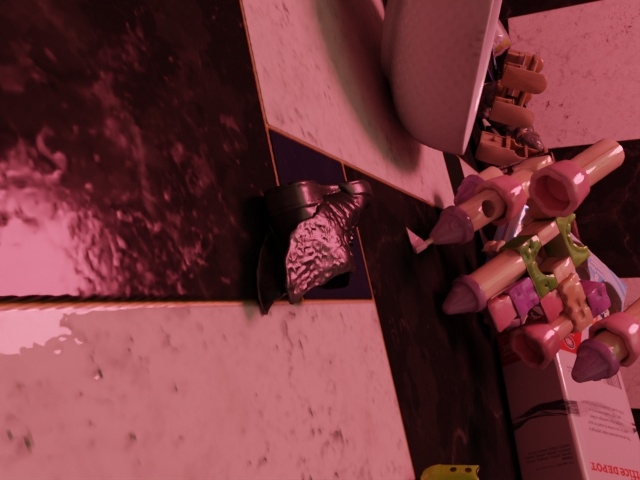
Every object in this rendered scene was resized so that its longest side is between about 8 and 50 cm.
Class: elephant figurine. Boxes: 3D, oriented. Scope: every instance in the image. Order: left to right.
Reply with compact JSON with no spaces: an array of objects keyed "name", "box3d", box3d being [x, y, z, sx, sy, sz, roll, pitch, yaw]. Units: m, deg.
[{"name":"elephant figurine","box3d":[0.517,-0.311,1.634,0.239,0.169,0.186,55,44,-21]}]

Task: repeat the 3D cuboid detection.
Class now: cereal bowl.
[{"name":"cereal bowl","box3d":[0.170,-0.297,0.839,0.339,0.141,0.339,12,90,-77]}]

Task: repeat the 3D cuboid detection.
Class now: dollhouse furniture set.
[{"name":"dollhouse furniture set","box3d":[0.468,-0.289,1.367,0.212,0.161,0.242,-57,162,-59]}]

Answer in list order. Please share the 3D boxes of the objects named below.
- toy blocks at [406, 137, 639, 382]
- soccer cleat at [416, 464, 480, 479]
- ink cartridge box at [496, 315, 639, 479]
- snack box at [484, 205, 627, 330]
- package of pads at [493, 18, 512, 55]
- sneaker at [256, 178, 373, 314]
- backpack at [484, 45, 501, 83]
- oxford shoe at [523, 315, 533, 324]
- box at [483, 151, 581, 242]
[{"name":"toy blocks","box3d":[0.262,0.050,0.847,0.260,0.309,0.289,-31,102,-23]},{"name":"soccer cleat","box3d":[0.145,0.284,0.556,0.179,0.072,0.060,65,26,-15]},{"name":"ink cartridge box","box3d":[0.418,0.286,1.002,0.197,0.114,0.273,21,51,-31]},{"name":"snack box","box3d":[0.459,0.079,1.161,0.322,0.060,0.187,37,60,-19]},{"name":"package of pads","box3d":[0.420,-0.606,1.643,0.229,0.101,0.296,60,26,1]},{"name":"sneaker","box3d":[0.002,-0.001,0.478,0.170,0.051,0.089,-8,81,-60]},{"name":"backpack","box3d":[0.319,-0.442,1.344,0.158,0.117,0.173,44,37,-46]},{"name":"oxford shoe","box3d":[0.494,0.326,1.234,0.133,0.130,0.364,-40,105,-45]},{"name":"box","box3d":[0.451,-0.046,1.297,0.203,0.168,0.167,58,28,-30]}]
